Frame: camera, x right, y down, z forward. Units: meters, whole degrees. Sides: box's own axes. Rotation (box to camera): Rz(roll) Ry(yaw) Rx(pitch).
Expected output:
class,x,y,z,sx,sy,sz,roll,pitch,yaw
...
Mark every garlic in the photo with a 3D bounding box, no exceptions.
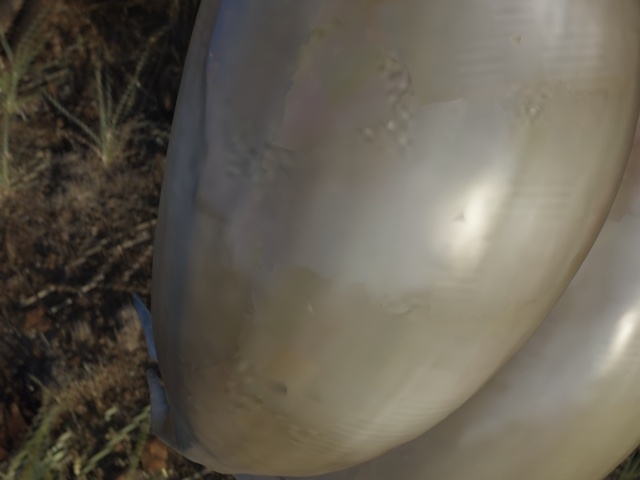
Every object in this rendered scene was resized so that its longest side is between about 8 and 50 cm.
class,x,y,z,sx,sy,sz,roll,pitch,yaw
garlic,0.000,0.000,0.457,0.231,0.340,0.246,-5,50,-51
